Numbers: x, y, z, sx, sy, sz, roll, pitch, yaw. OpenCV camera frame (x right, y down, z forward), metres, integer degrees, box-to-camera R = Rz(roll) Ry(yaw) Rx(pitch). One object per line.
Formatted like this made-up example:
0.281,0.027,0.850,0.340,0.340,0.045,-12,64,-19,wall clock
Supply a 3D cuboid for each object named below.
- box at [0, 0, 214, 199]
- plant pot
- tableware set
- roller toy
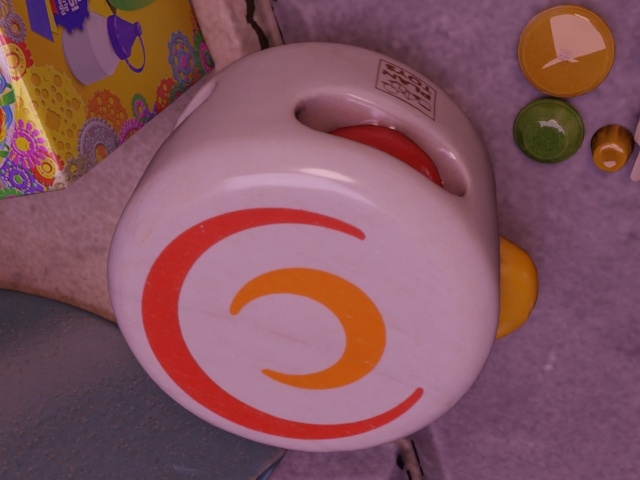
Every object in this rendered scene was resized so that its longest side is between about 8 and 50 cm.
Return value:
-0.248,-0.172,0.449,0.279,0.177,0.290,-8,115,22,box
-0.227,0.178,0.603,0.252,0.247,0.248,42,124,13,plant pot
0.153,-0.102,0.445,0.104,0.024,0.154,14,122,15,tableware set
0.000,0.000,0.477,0.209,0.146,0.191,-10,123,17,roller toy
